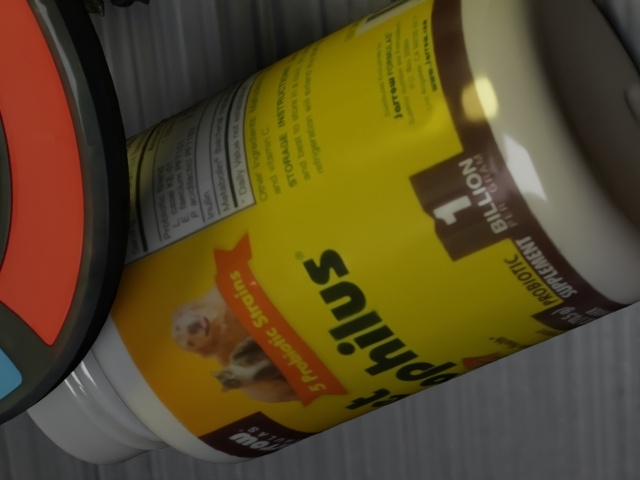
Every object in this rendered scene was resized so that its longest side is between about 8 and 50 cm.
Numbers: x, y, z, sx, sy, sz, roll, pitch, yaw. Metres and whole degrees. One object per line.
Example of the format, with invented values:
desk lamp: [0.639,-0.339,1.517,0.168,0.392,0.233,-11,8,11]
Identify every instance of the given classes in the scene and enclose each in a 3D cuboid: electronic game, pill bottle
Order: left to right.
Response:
electronic game: [-0.157,-0.041,0.619,0.229,0.048,0.229,15,121,26]
pill bottle: [0.000,0.000,0.650,0.215,0.117,0.117,-25,103,27]

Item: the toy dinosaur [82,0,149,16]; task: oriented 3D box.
toy dinosaur: [-0.110,-0.140,0.663,0.268,0.064,0.118,13,113,18]
